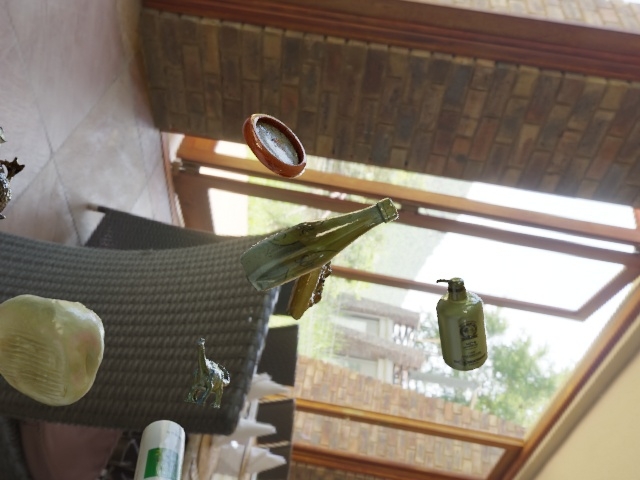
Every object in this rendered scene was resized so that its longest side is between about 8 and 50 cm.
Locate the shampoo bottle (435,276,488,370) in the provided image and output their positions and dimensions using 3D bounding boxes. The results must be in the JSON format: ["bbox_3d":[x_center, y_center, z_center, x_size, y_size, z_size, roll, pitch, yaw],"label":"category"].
[{"bbox_3d":[0.236,0.135,0.978,0.079,0.079,0.161,-74,155,-64],"label":"shampoo bottle"}]

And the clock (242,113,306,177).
[{"bbox_3d":[-0.122,-0.252,1.553,0.051,0.205,0.205,-39,-159,30],"label":"clock"}]

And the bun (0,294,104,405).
[{"bbox_3d":[-0.790,0.308,1.711,0.213,0.362,0.360,-36,137,-65],"label":"bun"}]

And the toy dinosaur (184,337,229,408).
[{"bbox_3d":[-0.300,0.378,1.568,0.363,0.077,0.147,79,24,-64],"label":"toy dinosaur"}]

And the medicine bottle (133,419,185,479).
[{"bbox_3d":[-0.319,0.473,1.133,0.260,0.095,0.095,-104,-160,-62],"label":"medicine bottle"}]

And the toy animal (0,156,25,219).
[{"bbox_3d":[-0.940,-0.159,1.662,0.298,0.122,0.185,-55,-152,29],"label":"toy animal"}]

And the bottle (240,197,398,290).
[{"bbox_3d":[0.000,0.000,0.965,0.083,0.270,0.083,-25,90,-83],"label":"bottle"}]

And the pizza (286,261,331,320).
[{"bbox_3d":[-0.019,0.084,1.697,0.268,0.087,0.257,-43,149,-78],"label":"pizza"}]

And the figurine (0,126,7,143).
[{"bbox_3d":[-0.652,-0.180,1.107,0.047,0.106,0.059,-115,-177,-53],"label":"figurine"}]
